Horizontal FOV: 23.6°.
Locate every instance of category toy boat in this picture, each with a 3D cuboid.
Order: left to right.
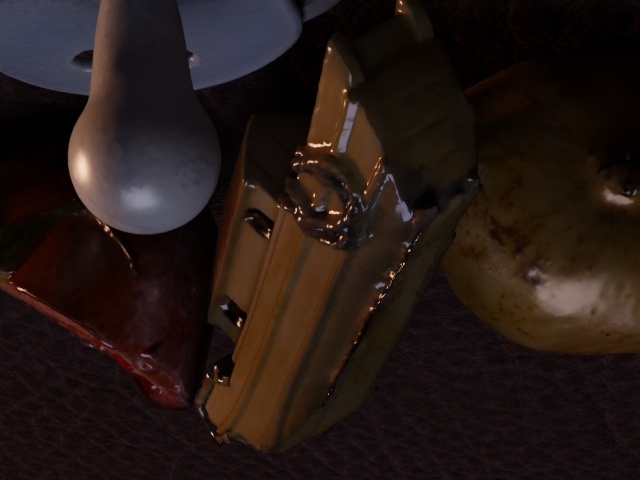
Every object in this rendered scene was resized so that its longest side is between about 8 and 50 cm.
[{"bbox_3d":[0.000,0.000,1.078,0.136,0.162,0.445,-34,161,-31],"label":"toy boat"}]

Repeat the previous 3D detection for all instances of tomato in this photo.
[{"bbox_3d":[-0.174,0.010,1.286,0.309,0.170,0.309,35,174,4],"label":"tomato"}]

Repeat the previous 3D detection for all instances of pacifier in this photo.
[{"bbox_3d":[-0.091,-0.114,0.890,0.244,0.233,0.299,2,159,-6],"label":"pacifier"}]

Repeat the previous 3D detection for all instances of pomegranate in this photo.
[{"bbox_3d":[0.192,-0.027,1.091,0.248,0.248,0.248,2,157,1],"label":"pomegranate"}]
